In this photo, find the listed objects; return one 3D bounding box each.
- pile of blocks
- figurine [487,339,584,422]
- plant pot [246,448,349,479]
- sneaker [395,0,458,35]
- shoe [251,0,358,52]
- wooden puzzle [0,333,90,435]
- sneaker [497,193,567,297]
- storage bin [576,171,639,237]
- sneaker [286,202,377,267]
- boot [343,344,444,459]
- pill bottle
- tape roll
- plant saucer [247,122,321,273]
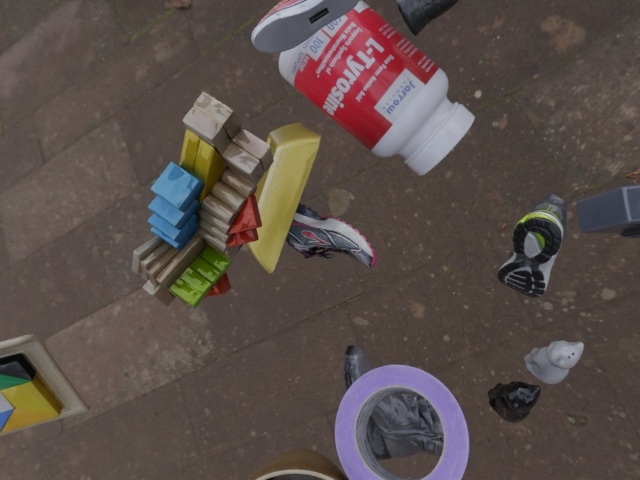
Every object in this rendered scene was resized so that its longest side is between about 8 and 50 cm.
[{"bbox_3d":[-0.150,-0.002,0.533,0.112,0.149,0.362,33,134,7],"label":"pile of blocks"},{"bbox_3d":[0.484,0.309,0.895,0.215,0.209,0.092,-41,62,-6],"label":"figurine"},{"bbox_3d":[-0.036,0.454,0.660,0.237,0.254,0.237,0,81,-1],"label":"plant pot"},{"bbox_3d":[0.202,-0.501,0.718,0.130,0.109,0.286,-15,63,33],"label":"sneaker"},{"bbox_3d":[-0.033,-0.363,0.616,0.178,0.063,0.081,-25,70,10],"label":"shoe"},{"bbox_3d":[-0.563,0.273,0.696,0.221,0.238,0.044,-14,39,-10],"label":"wooden puzzle"},{"bbox_3d":[0.489,0.023,0.904,0.111,0.300,0.121,31,63,28],"label":"sneaker"},{"bbox_3d":[0.473,-0.054,0.617,0.091,0.135,0.098,-4,83,-3],"label":"storage bin"},{"bbox_3d":[0.000,0.000,0.989,0.299,0.121,0.112,23,77,20],"label":"sneaker"},{"bbox_3d":[0.203,0.386,0.976,0.223,0.118,0.338,-16,109,25],"label":"boot"},{"bbox_3d":[0.128,-0.339,0.897,0.408,0.229,0.229,39,96,-3],"label":"pill bottle"},{"bbox_3d":[0.122,0.286,0.596,0.189,0.080,0.189,-8,63,16],"label":"tape roll"},{"bbox_3d":[-0.119,-0.132,1.006,0.081,0.333,0.333,16,107,-18],"label":"plant saucer"}]
